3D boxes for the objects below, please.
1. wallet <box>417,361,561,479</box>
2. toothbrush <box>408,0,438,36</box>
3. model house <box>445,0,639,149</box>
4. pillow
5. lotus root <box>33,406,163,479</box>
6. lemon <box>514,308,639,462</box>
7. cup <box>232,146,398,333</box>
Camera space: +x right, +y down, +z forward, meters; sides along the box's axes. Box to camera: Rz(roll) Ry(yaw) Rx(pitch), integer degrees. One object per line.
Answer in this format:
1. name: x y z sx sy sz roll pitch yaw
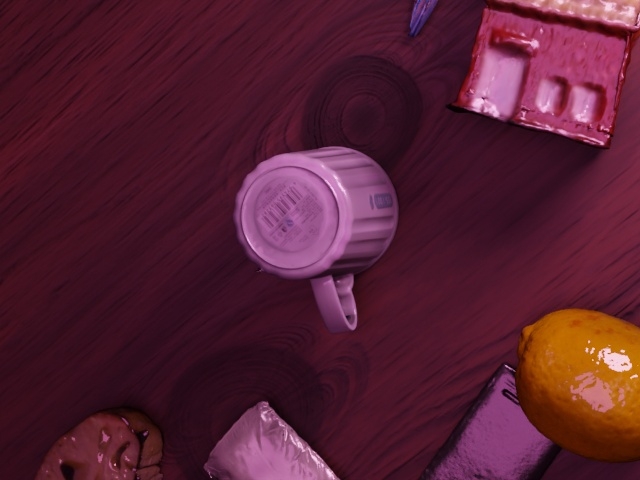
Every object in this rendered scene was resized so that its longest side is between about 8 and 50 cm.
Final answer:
1. wallet: 0.211 0.284 1.637 0.124 0.025 0.244 35 99 10
2. toothbrush: 0.204 -0.439 1.608 0.035 0.042 0.413 38 104 47
3. model house: 0.280 -0.249 1.535 0.196 0.160 0.254 17 94 13
4. pillow: -0.041 0.327 1.690 0.229 0.051 0.128 46 104 6
5. lotus root: -0.300 0.344 1.744 0.170 0.074 0.261 20 98 13
6. lemon: 0.323 0.170 1.535 0.207 0.170 0.170 22 97 13
7. cup: 0.009 -0.012 1.586 0.167 0.202 0.221 -42 81 14
